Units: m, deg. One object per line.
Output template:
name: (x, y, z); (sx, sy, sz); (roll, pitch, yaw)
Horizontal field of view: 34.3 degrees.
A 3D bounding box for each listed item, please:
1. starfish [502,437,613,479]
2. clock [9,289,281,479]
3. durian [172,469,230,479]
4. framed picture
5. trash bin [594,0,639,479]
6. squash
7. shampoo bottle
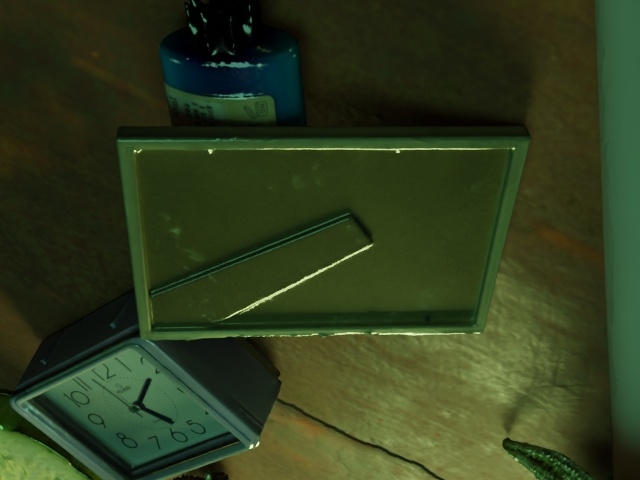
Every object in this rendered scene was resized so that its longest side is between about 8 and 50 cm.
starfish: (0.200, 0.205, 0.779); (0.208, 0.176, 0.053); (-46, 147, 6)
clock: (-0.146, 0.123, 0.858); (0.193, 0.073, 0.144); (-27, 119, 37)
durian: (-0.114, 0.249, 0.969); (0.080, 0.080, 0.091); (15, 118, 6)
framed picture: (0.000, 0.000, 0.679); (0.249, 0.016, 0.184); (-1, 134, -3)
trash bin: (0.198, -0.038, 0.365); (0.295, 0.368, 0.255); (-12, 166, 34)
squash: (-0.292, 0.233, 1.042); (0.219, 0.041, 0.219); (14, 136, 14)
shampoo bottle: (-0.052, -0.076, 0.655); (0.087, 0.050, 0.183); (4, 133, 10)
